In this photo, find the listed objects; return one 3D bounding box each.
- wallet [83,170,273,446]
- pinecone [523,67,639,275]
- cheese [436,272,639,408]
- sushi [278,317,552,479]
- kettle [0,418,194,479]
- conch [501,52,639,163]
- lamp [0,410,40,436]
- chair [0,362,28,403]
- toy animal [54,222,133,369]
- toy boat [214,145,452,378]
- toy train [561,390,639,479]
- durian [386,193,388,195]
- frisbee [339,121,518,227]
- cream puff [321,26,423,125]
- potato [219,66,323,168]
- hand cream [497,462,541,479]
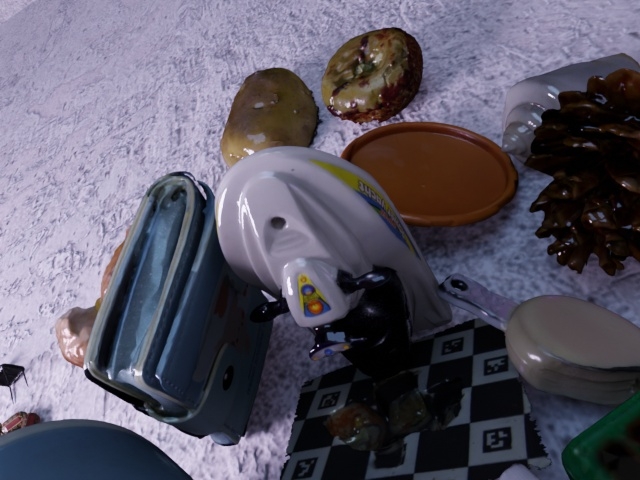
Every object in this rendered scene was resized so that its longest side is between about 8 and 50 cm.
[{"bbox_3d":[-0.107,0.080,0.498,0.075,0.250,0.176,5,62,11],"label":"wallet"},{"bbox_3d":[0.246,-0.051,0.451,0.173,0.173,0.174,-17,49,21],"label":"pinecone"},{"bbox_3d":[0.172,0.075,0.426,0.171,0.048,0.092,16,32,10],"label":"cheese"},{"bbox_3d":[0.072,0.157,0.461,0.210,0.040,0.193,-23,18,16],"label":"sushi"},{"bbox_3d":[-0.108,0.302,0.315,0.247,0.320,0.342,-27,17,-35],"label":"kettle"},{"bbox_3d":[0.263,-0.133,0.571,0.176,0.094,0.104,-20,27,-19],"label":"conch"},{"bbox_3d":[-0.401,0.249,0.710,0.083,0.031,0.063,-26,48,8],"label":"lamp"},{"bbox_3d":[-0.447,0.190,0.778,0.086,0.037,0.042,34,90,40],"label":"chair"},{"bbox_3d":[-0.227,0.097,0.673,0.184,0.104,0.185,31,71,36],"label":"toy animal"},{"bbox_3d":[0.016,0.037,0.444,0.140,0.269,0.141,-10,66,22],"label":"toy boat"},{"bbox_3d":[0.182,0.226,0.262,0.429,0.178,0.249,-36,39,2],"label":"toy train"},{"bbox_3d":[0.000,0.000,0.600,0.148,0.091,0.188,32,52,22],"label":"durian"},{"bbox_3d":[0.114,-0.070,0.598,0.192,0.035,0.192,0,42,0],"label":"frisbee"},{"bbox_3d":[0.071,-0.212,0.734,0.149,0.084,0.149,-20,48,24],"label":"cream puff"},{"bbox_3d":[-0.084,-0.184,0.814,0.164,0.081,0.200,-13,53,23],"label":"potato"},{"bbox_3d":[0.139,0.169,0.201,0.052,0.038,0.216,-63,30,10],"label":"hand cream"}]
